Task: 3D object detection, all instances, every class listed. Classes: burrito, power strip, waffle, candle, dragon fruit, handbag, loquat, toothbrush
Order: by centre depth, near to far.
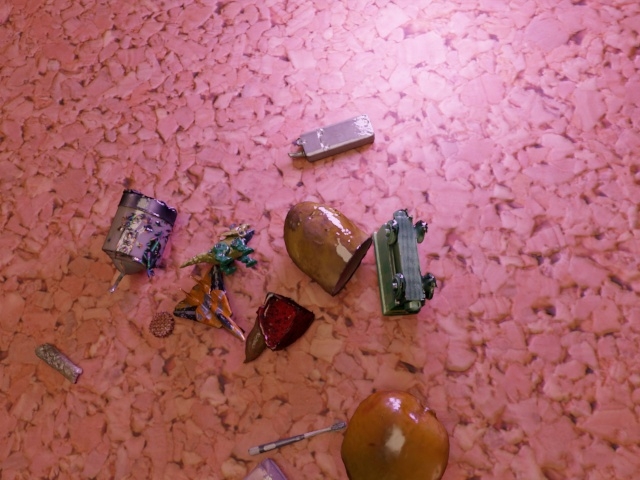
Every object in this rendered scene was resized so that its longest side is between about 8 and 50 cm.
[{"bbox_3d":[0.183,0.528,1.430,0.284,0.276,0.276,-43,71,-3],"label":"loquat"},{"bbox_3d":[-0.170,0.686,1.521,0.173,0.095,0.117,-38,65,-13],"label":"handbag"},{"bbox_3d":[-0.065,0.555,1.577,0.288,0.026,0.024,-17,67,4],"label":"toothbrush"},{"bbox_3d":[-0.113,0.243,1.648,0.121,0.127,0.161,24,79,34],"label":"dragon fruit"},{"bbox_3d":[-0.490,0.259,1.741,0.075,0.029,0.083,30,76,16],"label":"waffle"},{"bbox_3d":[-0.811,0.377,1.746,0.171,0.042,0.051,32,69,16],"label":"burrito"},{"bbox_3d":[-0.577,0.012,1.752,0.188,0.187,0.330,13,76,13],"label":"candle"},{"bbox_3d":[0.030,-0.327,1.839,0.288,0.053,0.093,-17,71,4],"label":"power strip"}]

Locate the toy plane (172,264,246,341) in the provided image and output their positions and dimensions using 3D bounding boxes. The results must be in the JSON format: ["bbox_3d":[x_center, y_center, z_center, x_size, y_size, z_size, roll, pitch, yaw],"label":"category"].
[{"bbox_3d":[-0.300,0.214,1.671,0.316,0.103,0.204,36,81,34],"label":"toy plane"}]

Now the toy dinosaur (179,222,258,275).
[{"bbox_3d":[-0.304,0.041,1.733,0.259,0.094,0.153,-31,49,-17],"label":"toy dinosaur"}]

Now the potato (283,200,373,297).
[{"bbox_3d":[0.000,0.000,1.659,0.266,0.229,0.229,33,80,17],"label":"potato"}]

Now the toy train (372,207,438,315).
[{"bbox_3d":[0.232,0.067,1.600,0.120,0.202,0.300,-2,71,-12],"label":"toy train"}]

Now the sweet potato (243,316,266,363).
[{"bbox_3d":[-0.172,0.263,1.672,0.068,0.068,0.226,17,73,14],"label":"sweet potato"}]
